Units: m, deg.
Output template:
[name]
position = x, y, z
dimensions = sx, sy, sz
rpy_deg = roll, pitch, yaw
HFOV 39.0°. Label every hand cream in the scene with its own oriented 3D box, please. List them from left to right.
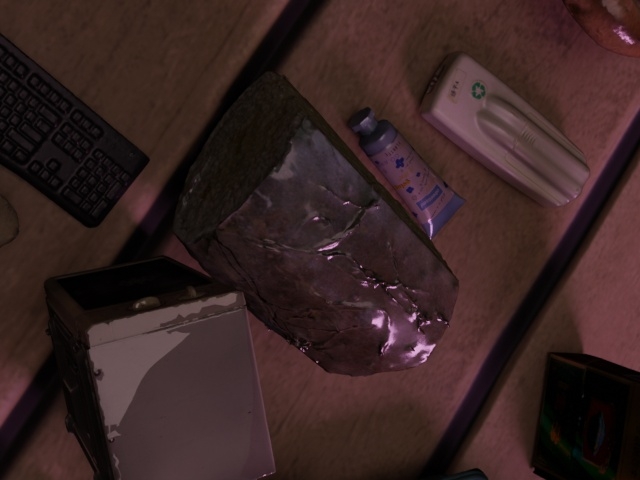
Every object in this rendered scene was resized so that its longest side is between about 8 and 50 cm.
[hand cream]
position = 0.095, -0.078, 1.011
dimensions = 0.065, 0.043, 0.170
rpy_deg = -47, 116, -6

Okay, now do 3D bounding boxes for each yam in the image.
[yam]
position = -0.003, 0.004, 0.903
dimensions = 0.271, 0.202, 0.201
rpy_deg = 38, 103, -24

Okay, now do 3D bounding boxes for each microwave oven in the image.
[microwave oven]
position = -0.156, 0.125, 0.814
dimensions = 0.145, 0.240, 0.194
rpy_deg = -10, 100, -23

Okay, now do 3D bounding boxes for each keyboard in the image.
[keyboard]
position = -0.324, -0.158, 0.815
dimensions = 0.381, 0.041, 0.103
rpy_deg = 40, 80, -23

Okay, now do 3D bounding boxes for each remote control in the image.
[remote control]
position = 0.222, -0.124, 1.056
dimensions = 0.230, 0.049, 0.090
rpy_deg = 33, 80, -22

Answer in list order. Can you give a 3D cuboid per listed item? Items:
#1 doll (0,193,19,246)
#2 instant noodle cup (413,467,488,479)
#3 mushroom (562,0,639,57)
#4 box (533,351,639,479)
[doll]
position = -0.370, -0.012, 0.774
dimensions = 0.149, 0.175, 0.278
rpy_deg = 4, 115, 14
[instant noodle cup]
position = 0.111, 0.348, 1.053
dimensions = 0.179, 0.070, 0.157
rpy_deg = -8, 101, -23
[mushroom]
position = 0.370, -0.346, 1.044
dimensions = 0.278, 0.146, 0.278
rpy_deg = 2, 85, -21
[box]
position = 0.354, 0.232, 1.052
dimensions = 0.071, 0.240, 0.159
rpy_deg = 3, 94, -25
